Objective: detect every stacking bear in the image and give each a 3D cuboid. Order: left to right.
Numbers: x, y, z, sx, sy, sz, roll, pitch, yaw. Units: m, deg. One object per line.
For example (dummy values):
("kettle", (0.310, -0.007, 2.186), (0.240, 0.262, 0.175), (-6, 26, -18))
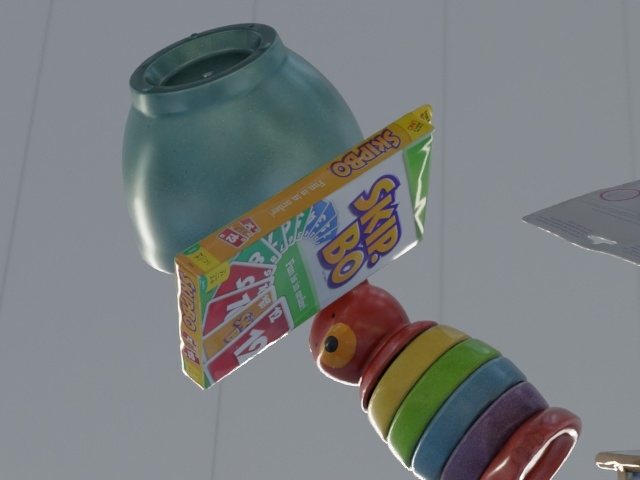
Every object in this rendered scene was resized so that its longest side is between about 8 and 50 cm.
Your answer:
("stacking bear", (0.107, 0.154, 1.351), (0.289, 0.175, 0.164), (39, -153, 22))

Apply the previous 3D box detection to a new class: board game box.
("board game box", (0.000, 0.000, 0.998), (0.039, 0.124, 0.259), (35, -127, 28))

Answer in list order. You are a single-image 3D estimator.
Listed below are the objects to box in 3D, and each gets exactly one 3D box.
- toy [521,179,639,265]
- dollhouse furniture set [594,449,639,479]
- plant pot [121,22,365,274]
("toy", (0.270, -0.009, 0.869), (0.237, 0.137, 0.056), (-19, -68, -24))
("dollhouse furniture set", (0.506, 0.392, 1.308), (0.394, 0.256, 0.362), (1, -96, -18))
("plant pot", (-0.102, -0.121, 1.478), (0.293, 0.196, 0.293), (-16, -152, 9))
